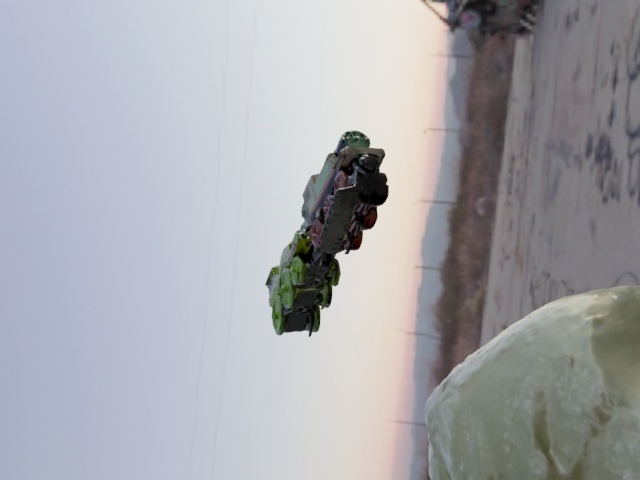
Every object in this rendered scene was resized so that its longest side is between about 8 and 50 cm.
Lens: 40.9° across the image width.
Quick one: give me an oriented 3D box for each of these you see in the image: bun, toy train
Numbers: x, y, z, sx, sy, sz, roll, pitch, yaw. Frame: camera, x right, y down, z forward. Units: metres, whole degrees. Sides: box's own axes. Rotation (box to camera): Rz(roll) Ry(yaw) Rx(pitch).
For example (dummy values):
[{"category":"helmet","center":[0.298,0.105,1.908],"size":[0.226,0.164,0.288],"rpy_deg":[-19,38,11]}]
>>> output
[{"category":"bun","center":[0.261,0.191,0.673],"size":[0.352,0.348,0.227],"rpy_deg":[42,-138,-48]},{"category":"toy train","center":[0.000,0.000,0.760],"size":[0.250,0.053,0.085],"rpy_deg":[115,150,-51]}]
